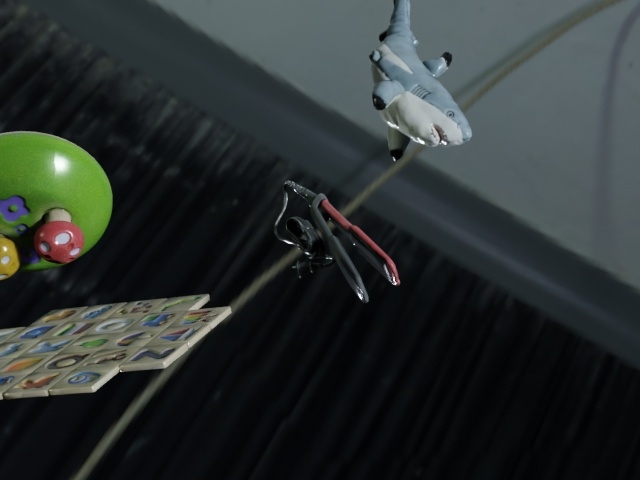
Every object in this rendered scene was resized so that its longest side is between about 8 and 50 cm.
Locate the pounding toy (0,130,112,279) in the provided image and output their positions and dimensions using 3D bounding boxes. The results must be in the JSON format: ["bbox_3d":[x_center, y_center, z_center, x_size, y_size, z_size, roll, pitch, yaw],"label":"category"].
[{"bbox_3d":[-0.329,-0.021,1.577,0.237,0.110,0.183,26,123,-30],"label":"pounding toy"}]

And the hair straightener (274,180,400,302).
[{"bbox_3d":[0.000,0.000,1.746,0.230,0.089,0.047,49,165,45],"label":"hair straightener"}]

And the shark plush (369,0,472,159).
[{"bbox_3d":[0.077,-0.130,1.214,0.067,0.161,0.073,-14,130,8],"label":"shark plush"}]

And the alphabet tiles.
[{"bbox_3d":[-0.287,0.124,1.744,0.342,0.285,0.011,-7,106,24],"label":"alphabet tiles"}]
